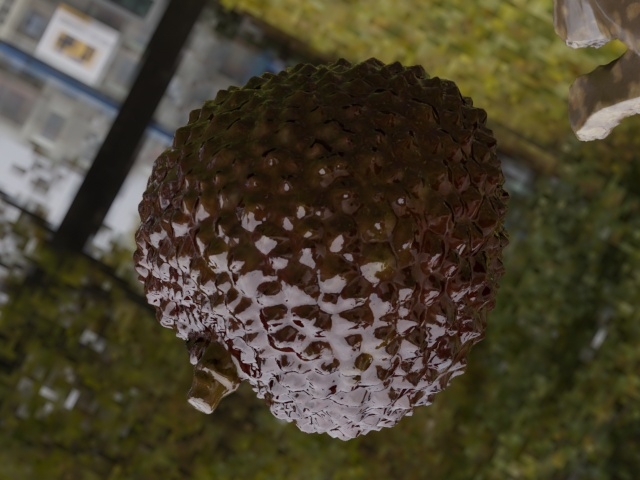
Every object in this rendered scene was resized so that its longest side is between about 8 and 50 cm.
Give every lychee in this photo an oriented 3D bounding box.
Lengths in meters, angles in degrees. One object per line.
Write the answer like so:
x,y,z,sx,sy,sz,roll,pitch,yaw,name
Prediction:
0.000,0.000,1.341,0.275,0.304,0.276,34,158,16,lychee

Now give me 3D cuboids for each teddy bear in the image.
0.412,-0.228,1.981,0.222,0.246,0.296,-3,170,-30,teddy bear
